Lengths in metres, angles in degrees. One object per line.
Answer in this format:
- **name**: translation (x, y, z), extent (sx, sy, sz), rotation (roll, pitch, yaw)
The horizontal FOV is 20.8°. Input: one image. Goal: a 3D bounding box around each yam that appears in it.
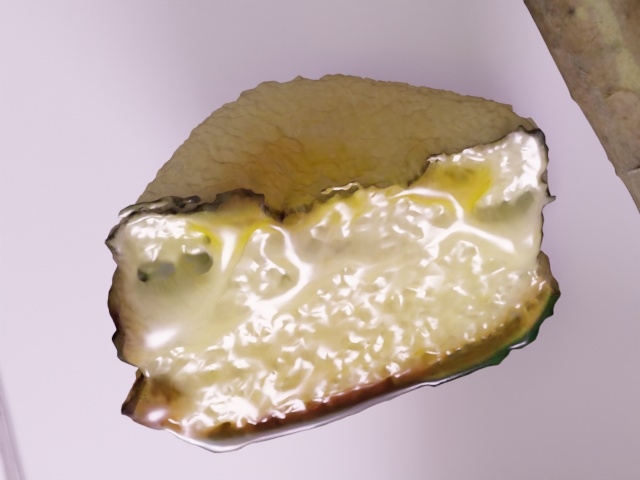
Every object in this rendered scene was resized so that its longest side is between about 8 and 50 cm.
- **yam**: translation (0.196, -0.044, 0.927), extent (0.083, 0.083, 0.371), rotation (-27, 94, 18)

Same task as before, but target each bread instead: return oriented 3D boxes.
- **bread**: translation (-0.008, -0.003, 0.955), extent (0.251, 0.133, 0.174), rotation (-18, 131, -11)
